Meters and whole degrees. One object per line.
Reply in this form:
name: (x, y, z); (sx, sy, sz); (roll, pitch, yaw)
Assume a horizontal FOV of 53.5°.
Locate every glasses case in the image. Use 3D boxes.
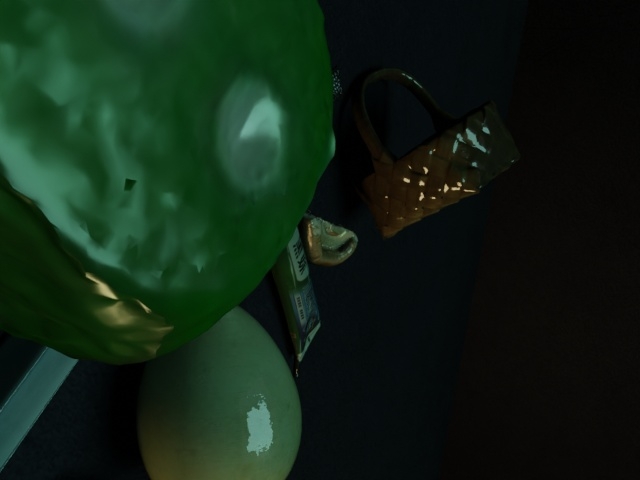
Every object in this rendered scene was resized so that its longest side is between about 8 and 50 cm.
glasses case: (-0.298, 0.118, 0.669); (0.266, 0.056, 0.105); (-61, 175, -29)

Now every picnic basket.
picnic basket: (0.191, -0.214, 1.300); (0.293, 0.337, 0.337); (-35, 133, -45)

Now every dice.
dice: (-0.182, -0.106, 0.442); (0.287, 0.297, 0.300); (-60, 136, -29)

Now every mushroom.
mushroom: (-0.002, 0.000, 1.184); (0.210, 0.072, 0.094); (17, 85, -62)

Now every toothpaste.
toothpaste: (-0.048, 0.078, 1.142); (0.098, 0.061, 0.392); (-59, 151, -34)

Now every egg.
egg: (-0.137, 0.218, 0.851); (0.218, 0.218, 0.295); (-19, 104, -61)

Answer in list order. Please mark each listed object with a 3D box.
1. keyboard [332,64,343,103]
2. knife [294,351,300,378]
keyboard: (-0.008, -0.244, 1.122); (0.198, 0.010, 0.063); (-50, 142, -43)
knife: (-0.044, 0.203, 1.275); (0.023, 0.010, 0.170); (-35, 131, -63)
